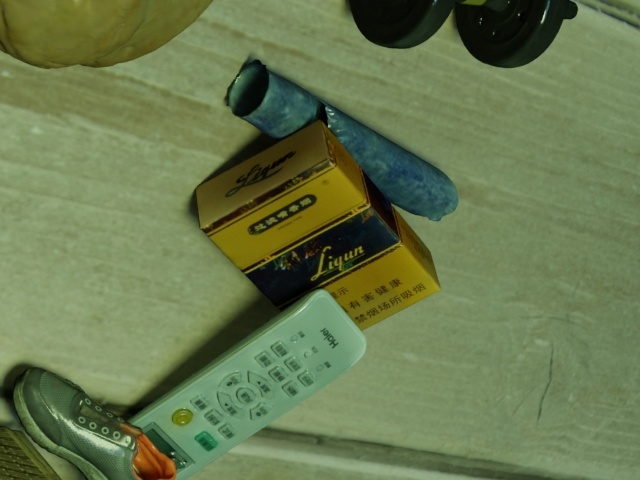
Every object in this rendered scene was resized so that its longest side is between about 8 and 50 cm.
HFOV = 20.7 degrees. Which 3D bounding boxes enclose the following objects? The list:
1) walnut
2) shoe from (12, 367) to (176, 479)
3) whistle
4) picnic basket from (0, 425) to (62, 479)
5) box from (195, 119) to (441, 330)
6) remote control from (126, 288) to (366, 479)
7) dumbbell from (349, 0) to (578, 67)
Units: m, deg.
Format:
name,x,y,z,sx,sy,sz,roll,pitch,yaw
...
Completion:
name,x,y,z,sx,sy,sz,roll,pitch,yaw
walnut,-0.182,-0.290,1.417,0.252,0.277,0.313,8,115,-6
shoe,-0.217,0.187,1.716,0.194,0.077,0.074,51,33,-26
whistle,0.029,-0.096,1.803,0.304,0.062,0.062,27,94,-41
picnic basket,-0.353,0.326,1.612,0.175,0.228,0.312,19,100,-39
box,0.000,0.000,1.783,0.152,0.070,0.237,-28,135,15
remote control,-0.093,0.157,1.802,0.293,0.051,0.103,-36,127,5
dumbbell,0.137,-0.252,1.749,0.325,0.143,0.143,5,108,-38
